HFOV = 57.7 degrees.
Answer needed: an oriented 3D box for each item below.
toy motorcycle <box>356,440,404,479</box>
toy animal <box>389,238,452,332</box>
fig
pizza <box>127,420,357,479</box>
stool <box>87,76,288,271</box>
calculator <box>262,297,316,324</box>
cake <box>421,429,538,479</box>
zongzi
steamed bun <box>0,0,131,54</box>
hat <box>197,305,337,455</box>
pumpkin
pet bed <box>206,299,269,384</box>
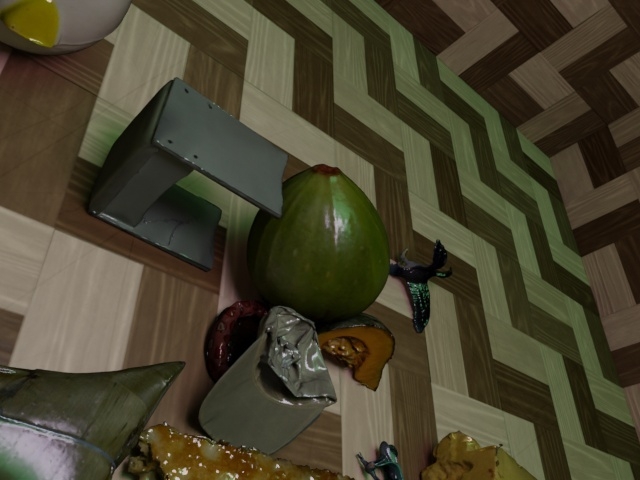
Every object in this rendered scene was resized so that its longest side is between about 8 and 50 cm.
[{"bbox_3d":[0.138,0.509,1.209,0.100,0.058,0.173,9,60,-38],"label":"toy motorcycle"},{"bbox_3d":[0.288,0.079,1.613,0.160,0.272,0.197,30,35,24],"label":"toy animal"},{"bbox_3d":[0.000,0.000,1.156,0.316,0.316,0.316,28,46,-33],"label":"fig"},{"bbox_3d":[-0.135,0.439,0.910,0.406,0.130,0.440,45,35,7],"label":"pizza"},{"bbox_3d":[-0.239,-0.109,1.072,0.270,0.244,0.170,31,44,-30],"label":"stool"},{"bbox_3d":[-0.063,0.115,1.295,0.161,0.021,0.261,19,51,-39],"label":"calculator"},{"bbox_3d":[0.357,0.579,1.267,0.227,0.222,0.286,45,38,-18],"label":"cake"},{"bbox_3d":[-0.369,0.200,0.772,0.323,0.160,0.360,48,38,-14],"label":"zongzi"},{"bbox_3d":[-0.510,-0.506,1.005,0.374,0.334,0.334,40,40,-14],"label":"steamed bun"},{"bbox_3d":[-0.101,0.244,1.042,0.214,0.245,0.149,55,2,-26],"label":"hat"},{"bbox_3d":[0.101,0.213,1.274,0.278,0.163,0.111,39,35,-36],"label":"pumpkin"},{"bbox_3d":[-0.130,0.215,1.115,0.201,0.053,0.201,18,60,-35],"label":"pet bed"}]
